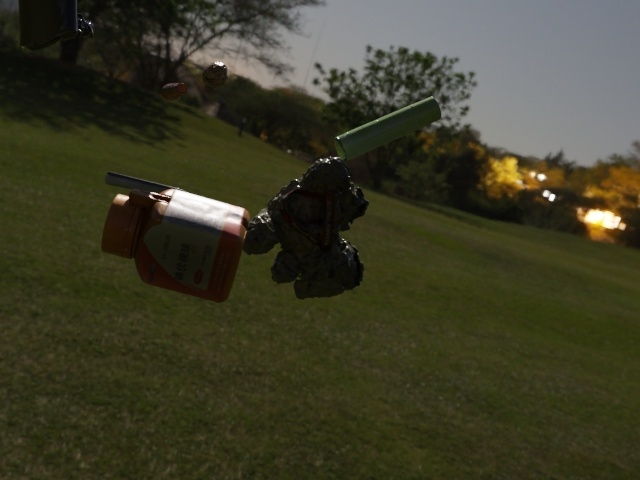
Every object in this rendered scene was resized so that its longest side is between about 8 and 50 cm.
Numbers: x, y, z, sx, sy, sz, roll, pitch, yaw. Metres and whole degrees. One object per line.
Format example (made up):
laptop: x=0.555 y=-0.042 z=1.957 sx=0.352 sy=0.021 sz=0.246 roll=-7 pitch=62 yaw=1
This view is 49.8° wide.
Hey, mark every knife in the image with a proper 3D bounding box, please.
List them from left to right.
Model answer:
knife: x=-0.539 y=-0.167 z=2.131 sx=0.266 sy=0.040 sz=0.073 roll=13 pitch=2 yaw=9

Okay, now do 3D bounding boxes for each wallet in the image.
wallet: x=-0.680 y=-0.695 z=1.717 sx=0.229 sy=0.405 sz=0.062 roll=-1 pitch=1 yaw=37

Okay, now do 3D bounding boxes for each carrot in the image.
carrot: x=-0.266 y=-0.274 z=1.260 sx=0.032 sy=0.032 sz=0.093 roll=13 pitch=-2 yaw=-29

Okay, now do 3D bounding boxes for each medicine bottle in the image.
medicine bottle: x=-0.242 y=0.000 z=1.155 sx=0.222 sy=0.149 sz=0.112 roll=15 pitch=31 yaw=-7

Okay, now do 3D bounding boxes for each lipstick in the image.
lipstick: x=0.185 y=-0.308 z=1.899 sx=0.304 sy=0.076 sz=0.076 roll=-24 pitch=16 yaw=-6

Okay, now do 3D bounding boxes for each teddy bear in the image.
teddy bear: x=0.000 y=0.000 z=1.871 sx=0.367 sy=0.357 sz=0.224 roll=51 pitch=-5 yaw=-15

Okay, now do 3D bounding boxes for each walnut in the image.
walnut: x=-0.347 y=-0.551 z=2.291 sx=0.083 sy=0.079 sz=0.096 roll=32 pitch=39 yaw=17

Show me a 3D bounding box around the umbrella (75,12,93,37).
umbrella: x=-0.677 y=-0.587 z=1.871 sx=0.080 sy=0.071 sz=0.224 roll=9 pitch=17 yaw=-9
